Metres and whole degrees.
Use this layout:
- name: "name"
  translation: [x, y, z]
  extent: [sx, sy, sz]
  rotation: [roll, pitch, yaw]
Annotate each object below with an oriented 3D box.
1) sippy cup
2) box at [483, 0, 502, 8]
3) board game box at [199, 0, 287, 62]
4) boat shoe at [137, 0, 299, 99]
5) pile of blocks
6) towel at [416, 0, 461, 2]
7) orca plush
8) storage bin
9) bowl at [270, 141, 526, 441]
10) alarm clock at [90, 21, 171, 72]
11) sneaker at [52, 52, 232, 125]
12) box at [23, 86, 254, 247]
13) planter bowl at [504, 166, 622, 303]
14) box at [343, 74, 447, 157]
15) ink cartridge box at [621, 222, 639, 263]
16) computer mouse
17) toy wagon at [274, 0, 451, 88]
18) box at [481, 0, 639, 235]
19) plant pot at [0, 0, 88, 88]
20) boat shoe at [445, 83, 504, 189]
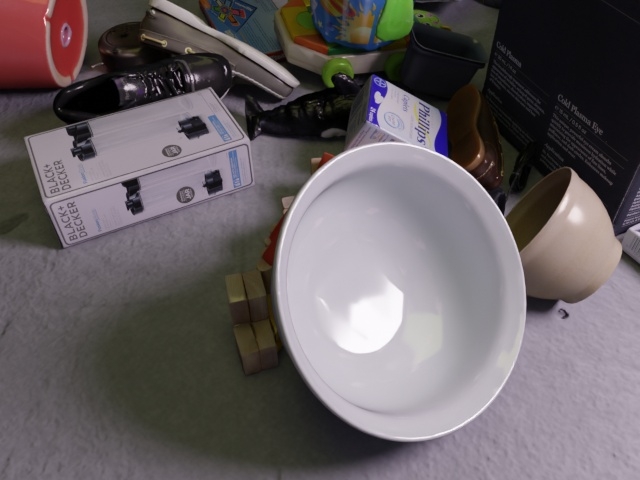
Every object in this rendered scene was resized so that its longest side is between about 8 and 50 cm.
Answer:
- name: "sippy cup"
  translation: [0.075, -0.452, 1.039]
  extent: [0.240, 0.224, 0.305]
  rotation: [19, 50, 12]
- name: "box"
  translation: [0.594, -0.550, 1.322]
  extent: [0.395, 0.097, 0.318]
  rotation: [28, 56, 26]
- name: "board game box"
  translation: [-0.144, -0.436, 1.273]
  extent: [0.145, 0.027, 0.281]
  rotation: [-14, 47, -15]
- name: "boat shoe"
  translation: [-0.181, -0.322, 1.106]
  extent: [0.305, 0.091, 0.109]
  rotation: [30, 12, 5]
- name: "pile of blocks"
  translation: [0.000, 0.000, 0.785]
  extent: [0.149, 0.112, 0.362]
  rotation: [15, 48, 15]
- name: "towel"
  translation: [0.278, -0.587, 1.387]
  extent: [0.209, 0.034, 0.285]
  rotation: [14, 44, 34]
- name: "orca plush"
  translation: [0.018, -0.239, 1.024]
  extent: [0.287, 0.102, 0.151]
  rotation: [3, 46, 5]
- name: "storage bin"
  translation: [0.201, -0.304, 1.074]
  extent: [0.135, 0.091, 0.098]
  rotation: [10, 45, -16]
- name: "bowl"
  translation: [0.063, 0.055, 0.674]
  extent: [0.298, 0.134, 0.297]
  rotation: [6, 77, -26]
- name: "alarm clock"
  translation: [-0.347, -0.379, 1.202]
  extent: [0.129, 0.064, 0.192]
  rotation: [11, 44, 12]
- name: "sneaker"
  translation: [-0.274, -0.230, 0.993]
  extent: [0.283, 0.107, 0.124]
  rotation: [-18, 11, -6]
- name: "box"
  translation: [-0.262, -0.115, 0.920]
  extent: [0.290, 0.087, 0.169]
  rotation: [-20, 48, -17]
- name: "planter bowl"
  translation: [0.287, 0.008, 0.757]
  extent: [0.109, 0.162, 0.162]
  rotation: [37, 52, -1]
- name: "box"
  translation: [0.114, -0.160, 0.931]
  extent: [0.137, 0.072, 0.126]
  rotation: [25, 45, -15]
- name: "ink cartridge box"
  translation: [0.538, 0.025, 0.797]
  extent: [0.208, 0.045, 0.206]
  rotation: [-21, 48, -20]
- name: "computer mouse"
  translation: [0.248, -0.068, 0.878]
  extent: [0.041, 0.071, 0.242]
  rotation: [19, 47, 29]
- name: "toy wagon"
  translation: [0.091, -0.402, 1.189]
  extent: [0.344, 0.068, 0.267]
  rotation: [-10, 51, -13]
- name: "box"
  translation: [0.408, -0.243, 0.875]
  extent: [0.179, 0.312, 0.343]
  rotation: [-17, 48, -14]
- name: "plant pot"
  translation: [-0.557, -0.382, 1.089]
  extent: [0.243, 0.275, 0.275]
  rotation: [9, 46, -4]
- name: "boat shoe"
  translation: [0.241, -0.160, 0.974]
  extent: [0.073, 0.073, 0.207]
  rotation: [31, 44, -25]
